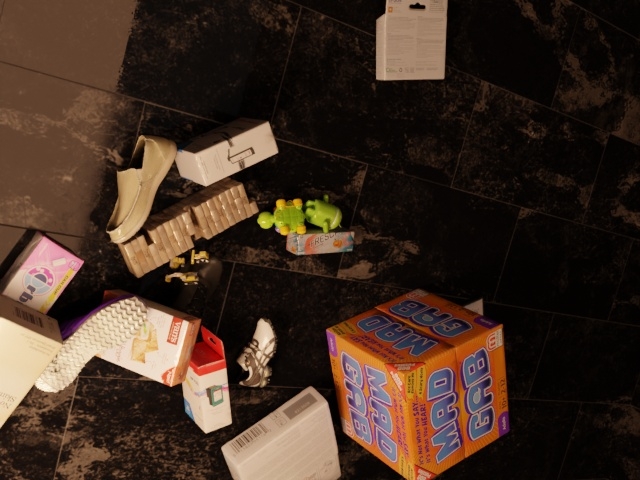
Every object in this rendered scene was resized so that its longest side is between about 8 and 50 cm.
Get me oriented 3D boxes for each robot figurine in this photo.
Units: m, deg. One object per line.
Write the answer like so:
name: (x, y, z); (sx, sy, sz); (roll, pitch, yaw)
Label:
robot figurine: (0.007, -0.070, 2.027); (0.115, 0.067, 0.101); (20, 50, -27)

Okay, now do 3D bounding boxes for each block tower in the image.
block tower: (-0.319, -0.041, 1.807); (0.335, 0.091, 0.097); (-30, 119, -24)

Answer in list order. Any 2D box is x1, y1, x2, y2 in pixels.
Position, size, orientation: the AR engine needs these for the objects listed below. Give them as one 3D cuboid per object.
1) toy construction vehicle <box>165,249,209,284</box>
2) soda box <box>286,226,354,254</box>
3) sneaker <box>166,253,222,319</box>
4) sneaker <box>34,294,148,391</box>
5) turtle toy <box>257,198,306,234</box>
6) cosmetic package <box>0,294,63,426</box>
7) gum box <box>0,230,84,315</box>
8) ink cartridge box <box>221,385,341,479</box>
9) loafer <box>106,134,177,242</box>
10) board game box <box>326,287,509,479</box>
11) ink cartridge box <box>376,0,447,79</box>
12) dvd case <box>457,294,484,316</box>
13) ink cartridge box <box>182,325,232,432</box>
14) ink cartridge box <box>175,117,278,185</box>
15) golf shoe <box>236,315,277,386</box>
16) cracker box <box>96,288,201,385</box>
toy construction vehicle: (-0.322, 0.061, 1.823); (0.035, 0.098, 0.086); (73, 16, -57)
soda box: (0.000, 0.000, 2.050); (0.183, 0.063, 0.058); (-5, 107, -33)
sneaker: (-0.320, 0.163, 1.843); (0.109, 0.130, 0.286); (37, 80, -33)
sneaker: (-0.525, 0.197, 1.696); (0.293, 0.146, 0.102); (-36, 124, 0)
turtle toy: (-0.098, -0.058, 1.965); (0.130, 0.066, 0.095); (-3, 82, -30)
cosmetic package: (-0.701, 0.280, 1.590); (0.160, 0.113, 0.309); (33, 96, -36)
gum box: (-0.624, 0.088, 1.656); (0.107, 0.062, 0.188); (40, 81, -35)
ink cartridge box: (-0.098, 0.639, 2.181); (0.308, 0.091, 0.385); (-32, 136, -23)
loafer: (-0.423, -0.124, 1.714); (0.092, 0.102, 0.268); (31, 76, -35)
board game box: (0.280, 0.400, 2.172); (0.356, 0.356, 0.356); (-20, 114, -28)
ink cartridge box: (0.250, -0.553, 2.069); (0.223, 0.045, 0.224); (-8, 107, -33)
dvd case: (0.469, 0.321, 2.485); (0.180, 0.022, 0.253); (-19, 113, -28)
ink cartridge box: (-0.294, 0.347, 1.909); (0.078, 0.134, 0.231); (-14, 110, -30)
ink cartridge box: (-0.226, -0.214, 1.784); (0.203, 0.148, 0.086); (-29, 116, -25)
golf shoe: (-0.174, 0.300, 2.013); (0.094, 0.077, 0.198); (0, 102, -34)
cracker box: (-0.405, 0.221, 1.743); (0.067, 0.232, 0.155); (0, 106, -72)
